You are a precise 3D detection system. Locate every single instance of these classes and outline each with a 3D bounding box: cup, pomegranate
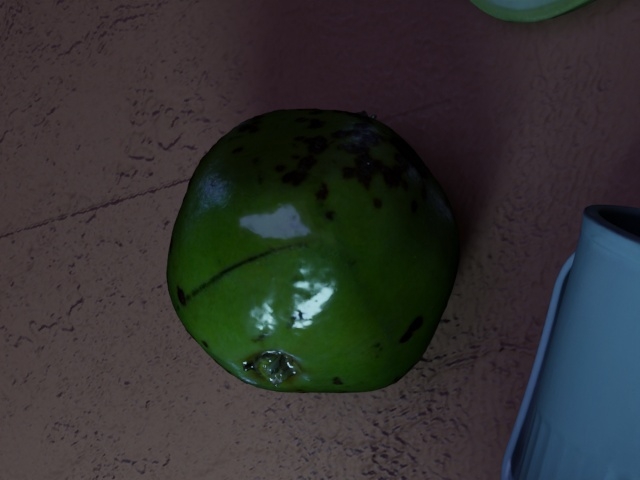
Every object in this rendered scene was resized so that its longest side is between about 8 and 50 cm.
[{"bbox_3d":[0.233,0.150,0.934,0.331,0.257,0.311,23,103,38],"label":"cup"},{"bbox_3d":[0.000,0.000,1.150,0.254,0.254,0.270,8,58,32],"label":"pomegranate"}]

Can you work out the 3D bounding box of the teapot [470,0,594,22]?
[{"bbox_3d":[0.146,-0.356,1.164,0.239,0.321,0.239,-43,22,36],"label":"teapot"}]
